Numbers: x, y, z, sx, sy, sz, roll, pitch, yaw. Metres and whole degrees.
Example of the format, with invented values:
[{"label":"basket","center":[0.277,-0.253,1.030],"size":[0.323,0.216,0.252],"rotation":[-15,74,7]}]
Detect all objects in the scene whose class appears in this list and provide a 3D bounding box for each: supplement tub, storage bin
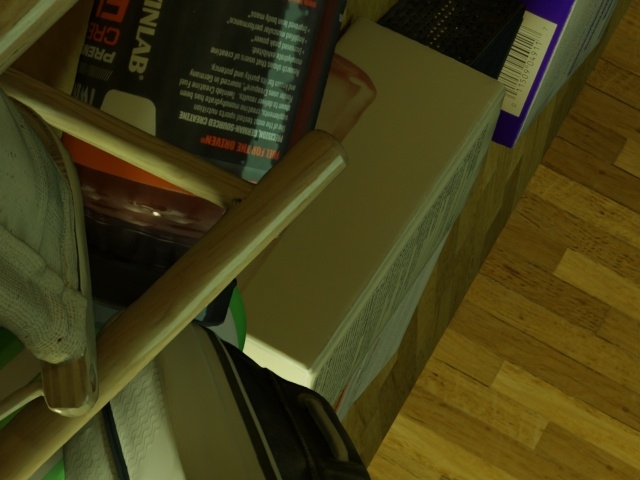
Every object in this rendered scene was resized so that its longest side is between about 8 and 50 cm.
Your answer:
[{"label":"supplement tub","center":[-0.051,-0.067,0.702],"size":[0.106,0.106,0.198],"rotation":[-6,111,-78]},{"label":"storage bin","center":[0.090,-0.136,1.367],"size":[0.180,0.084,0.122],"rotation":[-50,165,-51]}]

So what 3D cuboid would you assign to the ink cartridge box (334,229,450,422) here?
[{"label":"ink cartridge box","center":[0.061,0.055,1.780],"size":[0.261,0.066,0.296],"rotation":[-47,161,-55]}]

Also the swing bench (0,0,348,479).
[{"label":"swing bench","center":[-0.128,0.015,0.446],"size":[0.255,0.165,0.253],"rotation":[-62,169,-11]}]

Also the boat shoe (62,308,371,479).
[{"label":"boat shoe","center":[-0.003,0.143,0.568],"size":[0.121,0.119,0.335],"rotation":[-60,-150,30]}]

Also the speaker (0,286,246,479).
[{"label":"speaker","center":[-0.144,0.096,0.724],"size":[0.296,0.131,0.131],"rotation":[-48,163,-53]}]

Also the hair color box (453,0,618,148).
[{"label":"hair color box","center":[0.236,-0.250,1.717],"size":[0.339,0.110,0.185],"rotation":[-44,158,-55]}]

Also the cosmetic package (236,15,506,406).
[{"label":"cosmetic package","center":[0.000,0.000,1.163],"size":[0.296,0.129,0.153],"rotation":[-53,165,-37]}]
